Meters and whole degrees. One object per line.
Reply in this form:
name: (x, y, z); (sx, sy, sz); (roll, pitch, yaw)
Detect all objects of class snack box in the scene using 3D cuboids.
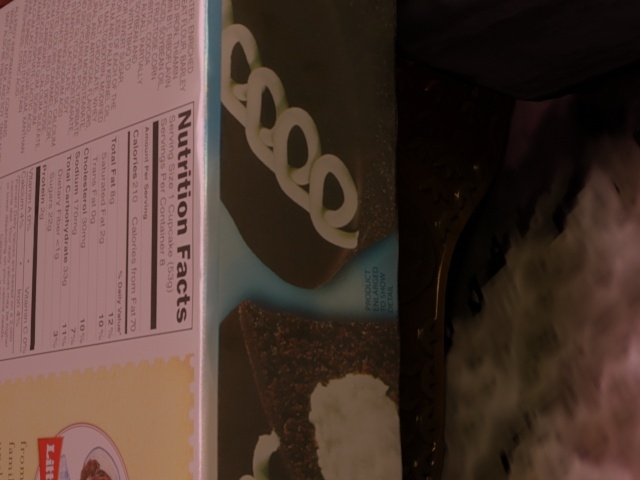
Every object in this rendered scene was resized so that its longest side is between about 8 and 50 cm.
snack box: (-0.056, 0.089, 0.386); (0.187, 0.060, 0.322); (-13, 74, 53)

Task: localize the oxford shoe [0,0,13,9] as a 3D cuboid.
oxford shoe: (-0.072, -0.084, 0.617); (0.130, 0.123, 0.348); (101, 175, -69)

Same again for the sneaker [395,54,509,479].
sneaker: (0.000, 0.000, 0.450); (0.086, 0.064, 0.192); (-11, 61, 47)

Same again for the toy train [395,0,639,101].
toy train: (0.125, -0.158, 0.335); (0.334, 0.142, 0.190); (-18, 64, 47)
